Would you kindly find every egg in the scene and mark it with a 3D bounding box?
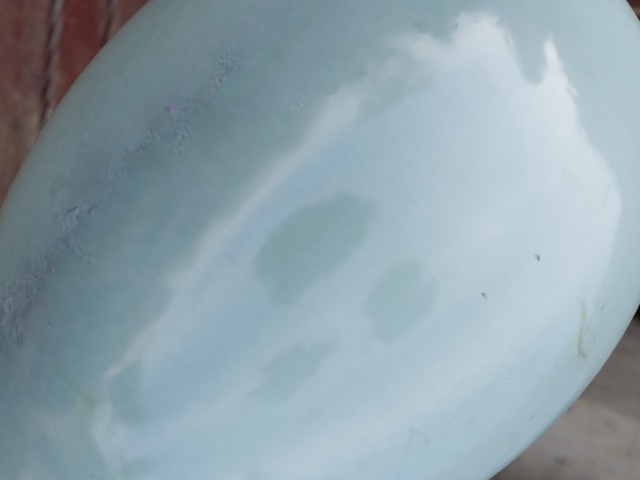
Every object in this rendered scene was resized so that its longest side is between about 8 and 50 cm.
[{"bbox_3d":[0.000,0.000,0.589,0.264,0.183,0.183,-42,135,-27],"label":"egg"}]
